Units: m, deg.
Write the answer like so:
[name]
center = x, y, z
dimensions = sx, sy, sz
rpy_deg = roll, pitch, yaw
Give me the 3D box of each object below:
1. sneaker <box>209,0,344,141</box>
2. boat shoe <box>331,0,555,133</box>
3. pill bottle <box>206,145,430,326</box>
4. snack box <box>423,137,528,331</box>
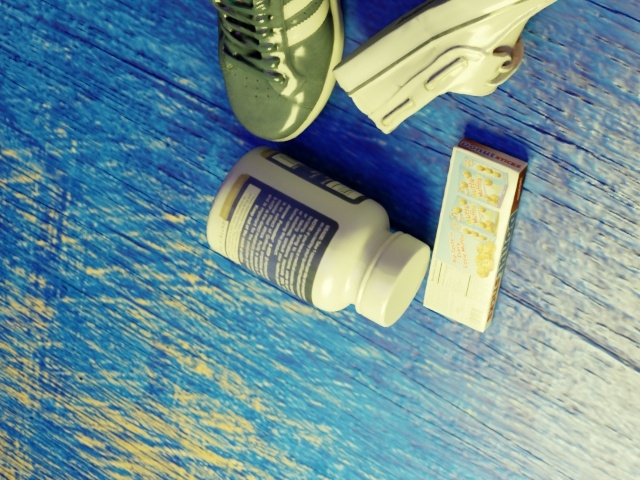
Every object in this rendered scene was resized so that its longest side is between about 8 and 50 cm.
[sneaker]
center = -0.060, -0.222, 1.140
dimensions = 0.131, 0.148, 0.350
rpy_deg = 21, 128, 24
[boat shoe]
center = 0.118, -0.156, 1.093
dimensions = 0.267, 0.096, 0.088
rpy_deg = -26, 105, 44
[pill bottle]
center = 0.000, 0.000, 1.263
dimensions = 0.186, 0.112, 0.112
rpy_deg = 29, 131, 19
[snack box]
center = 0.136, -0.002, 1.226
dimensions = 0.064, 0.022, 0.178
rpy_deg = 25, 130, 22
